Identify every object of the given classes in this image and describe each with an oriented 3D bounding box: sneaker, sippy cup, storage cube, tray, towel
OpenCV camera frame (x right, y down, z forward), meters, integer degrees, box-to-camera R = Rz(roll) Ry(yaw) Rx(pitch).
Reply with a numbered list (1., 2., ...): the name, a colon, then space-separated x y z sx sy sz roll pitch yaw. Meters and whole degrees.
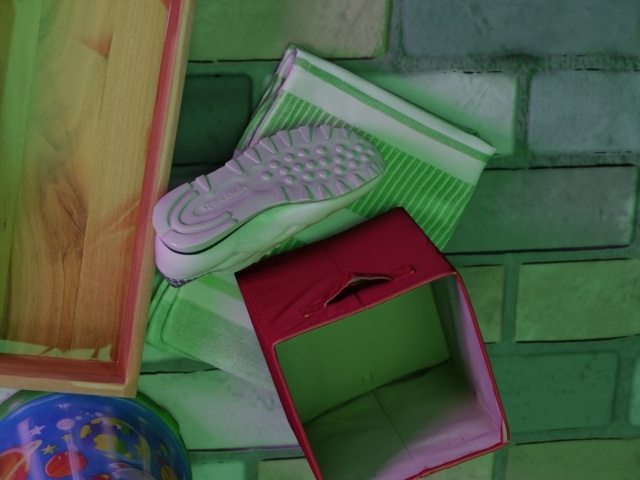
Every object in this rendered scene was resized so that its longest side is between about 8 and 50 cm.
1. sneaker: -0.049 -0.031 1.765 0.235 0.090 0.095 -21 144 -15
2. sippy cup: -0.221 0.274 1.780 0.305 0.224 0.240 -13 110 -9
3. storage cube: 0.046 0.104 1.769 0.184 0.193 0.215 -22 113 -5
4. tray: -0.246 -0.064 1.748 0.203 0.076 0.411 6 107 -15
5. towel: 0.000 0.000 1.842 0.248 0.038 0.325 24 101 -19
